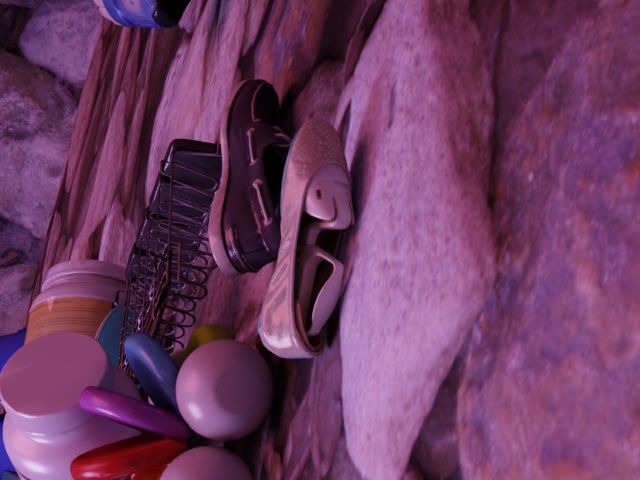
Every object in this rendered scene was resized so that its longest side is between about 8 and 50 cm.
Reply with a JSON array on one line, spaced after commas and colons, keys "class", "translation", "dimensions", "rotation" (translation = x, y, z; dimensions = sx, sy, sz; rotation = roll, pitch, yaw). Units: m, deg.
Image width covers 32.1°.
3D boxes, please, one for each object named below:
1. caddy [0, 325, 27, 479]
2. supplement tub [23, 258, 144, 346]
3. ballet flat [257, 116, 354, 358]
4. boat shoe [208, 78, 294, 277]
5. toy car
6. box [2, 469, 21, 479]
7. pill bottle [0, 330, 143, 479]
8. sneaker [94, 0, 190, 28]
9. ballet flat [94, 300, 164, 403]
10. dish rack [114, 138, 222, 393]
[{"class": "caddy", "translation": [-0.500, 0.269, 1.843], "dimensions": [0.341, 0.179, 0.241], "rotation": [162, 95, -69]}, {"class": "supplement tub", "translation": [-0.279, 0.138, 1.317], "dimensions": [0.144, 0.144, 0.199], "rotation": [130, 148, -54]}, {"class": "ballet flat", "translation": [0.000, 0.000, 0.764], "dimensions": [0.052, 0.057, 0.168], "rotation": [11, 92, 44]}, {"class": "boat shoe", "translation": [-0.045, -0.060, 0.935], "dimensions": [0.065, 0.075, 0.206], "rotation": [-13, 48, 21]}, {"class": "toy car", "translation": [-0.122, 0.150, 0.860], "dimensions": [0.159, 0.136, 0.182], "rotation": [160, 121, -69]}, {"class": "box", "translation": [-0.388, 0.362, 1.554], "dimensions": [0.244, 0.101, 0.060], "rotation": [156, 124, -68]}, {"class": "pill bottle", "translation": [-0.203, 0.184, 0.972], "dimensions": [0.121, 0.121, 0.216], "rotation": [-98, -1, -47]}, {"class": "sneaker", "translation": [-0.142, -0.398, 1.357], "dimensions": [0.147, 0.130, 0.330], "rotation": [27, 91, 36]}, {"class": "ballet flat", "translation": [-0.206, 0.182, 1.194], "dimensions": [0.086, 0.086, 0.248], "rotation": [121, 153, -44]}, {"class": "dish rack", "translation": [-0.152, 0.039, 1.106], "dimensions": [0.271, 0.074, 0.208], "rotation": [-96, 25, -53]}]
